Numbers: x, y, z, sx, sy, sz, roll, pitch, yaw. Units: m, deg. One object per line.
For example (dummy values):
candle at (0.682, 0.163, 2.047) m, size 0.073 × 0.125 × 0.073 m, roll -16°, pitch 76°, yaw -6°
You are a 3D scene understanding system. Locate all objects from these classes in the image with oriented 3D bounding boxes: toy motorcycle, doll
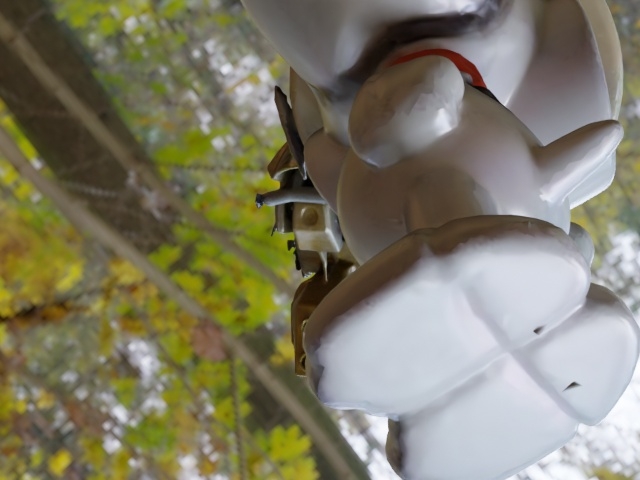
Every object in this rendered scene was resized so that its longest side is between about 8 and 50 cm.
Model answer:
toy motorcycle at (0.001, 0.000, 1.250) m, size 0.094 × 0.229 × 0.130 m, roll 5°, pitch -175°, yaw 18°
doll at (0.042, -0.024, 0.546) m, size 0.144 × 0.208 × 0.271 m, roll -30°, pitch -131°, yaw 16°
